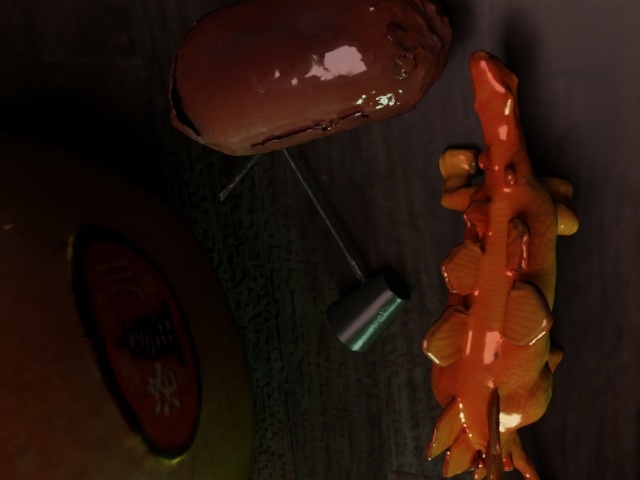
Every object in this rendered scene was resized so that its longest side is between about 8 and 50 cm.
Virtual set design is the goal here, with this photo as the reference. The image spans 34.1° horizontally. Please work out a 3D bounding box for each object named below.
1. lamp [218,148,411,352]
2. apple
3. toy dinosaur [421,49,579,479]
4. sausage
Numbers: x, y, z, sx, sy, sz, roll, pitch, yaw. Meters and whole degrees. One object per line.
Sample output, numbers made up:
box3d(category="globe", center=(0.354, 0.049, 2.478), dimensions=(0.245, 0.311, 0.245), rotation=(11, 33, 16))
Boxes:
box3d(category="lamp", center=(0.001, 0.001, 0.550), dimensions=(0.121, 0.041, 0.054), rotation=(45, 117, -7))
box3d(category="apple", center=(-0.183, 0.100, 0.528), dimensions=(0.338, 0.305, 0.338), rotation=(7, 108, 21))
box3d(category="toy dinosaur", center=(0.083, 0.055, 0.491), dimensions=(0.070, 0.117, 0.288), rotation=(3, 115, 22))
box3d(category="sausage", center=(-0.009, -0.082, 0.484), dimensions=(0.141, 0.076, 0.076), rotation=(-9, 112, 25))
